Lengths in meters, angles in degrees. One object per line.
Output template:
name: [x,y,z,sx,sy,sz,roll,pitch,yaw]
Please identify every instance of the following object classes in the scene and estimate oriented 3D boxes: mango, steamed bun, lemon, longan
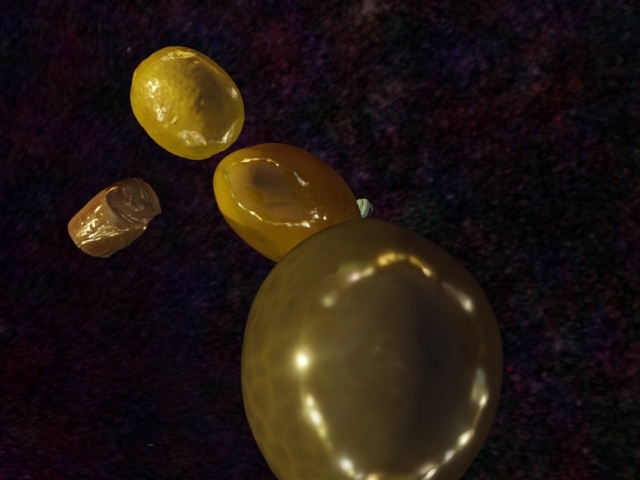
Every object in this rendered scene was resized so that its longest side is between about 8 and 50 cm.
mango: [-0.039,-0.039,1.071,0.113,0.253,0.138,-43,68,10]
steamed bun: [-0.378,-0.036,1.961,0.106,0.145,0.175,51,24,-2]
lemon: [-0.221,-0.226,1.741,0.207,0.170,0.170,44,67,1]
longan: [0.036,0.087,0.739,0.198,0.198,0.212,18,42,-19]

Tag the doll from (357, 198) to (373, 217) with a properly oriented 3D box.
doll: [-0.003,-0.001,1.472,0.075,0.179,0.120,15,81,-48]
